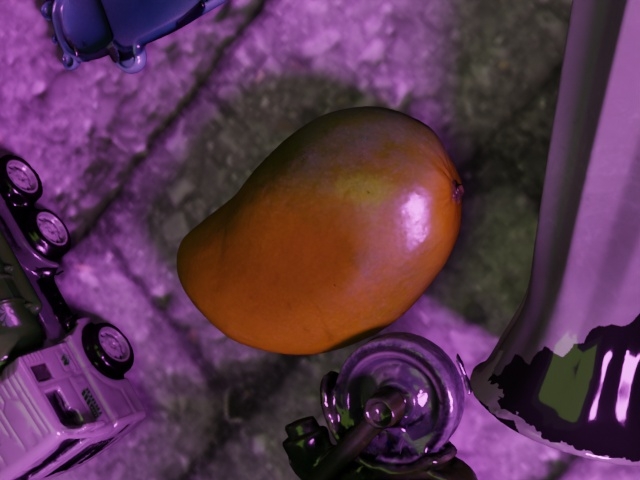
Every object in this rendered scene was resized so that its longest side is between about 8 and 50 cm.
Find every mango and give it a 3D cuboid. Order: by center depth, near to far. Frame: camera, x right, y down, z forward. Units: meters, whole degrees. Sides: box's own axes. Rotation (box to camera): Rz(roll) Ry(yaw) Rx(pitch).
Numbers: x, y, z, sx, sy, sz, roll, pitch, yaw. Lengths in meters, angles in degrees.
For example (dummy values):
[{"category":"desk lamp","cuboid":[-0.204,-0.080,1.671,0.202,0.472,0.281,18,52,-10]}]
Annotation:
[{"category":"mango","cuboid":[0.003,0.002,0.831,0.122,0.085,0.191,50,123,3]}]

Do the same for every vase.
[{"category":"vase","cuboid":[0.180,-0.073,0.702,0.165,0.165,0.360,22,108,23]}]

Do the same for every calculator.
[{"category":"calculator","cuboid":[-0.121,-0.158,0.910,0.141,0.019,0.094,-23,84,27]}]

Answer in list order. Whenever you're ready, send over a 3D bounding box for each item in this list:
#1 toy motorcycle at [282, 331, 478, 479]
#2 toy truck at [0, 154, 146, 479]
[{"category":"toy motorcycle","cuboid":[0.038,0.200,0.762,0.127,0.205,0.275,-21,90,27]},{"category":"toy truck","cuboid":[-0.220,0.040,0.917,0.101,0.125,0.243,-36,80,23]}]
